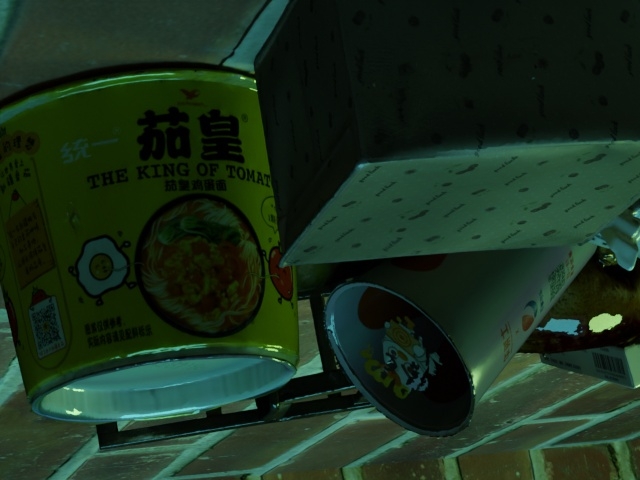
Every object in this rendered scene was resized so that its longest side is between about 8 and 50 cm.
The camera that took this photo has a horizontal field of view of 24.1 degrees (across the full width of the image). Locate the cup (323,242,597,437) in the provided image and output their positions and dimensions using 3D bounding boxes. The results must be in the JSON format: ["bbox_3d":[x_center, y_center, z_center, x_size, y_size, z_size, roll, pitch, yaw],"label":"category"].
[{"bbox_3d":[0.167,0.050,1.615,0.288,0.203,0.203,-40,180,-33],"label":"cup"}]

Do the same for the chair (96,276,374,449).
[{"bbox_3d":[-0.082,0.125,1.855,0.416,0.203,0.240,-9,167,-9],"label":"chair"}]

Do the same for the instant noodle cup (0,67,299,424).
[{"bbox_3d":[-0.159,0.019,1.385,0.326,0.254,0.325,-9,163,-3],"label":"instant noodle cup"}]

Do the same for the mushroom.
[{"bbox_3d":[0.313,0.070,1.929,0.297,0.163,0.278,-3,163,-35],"label":"mushroom"}]

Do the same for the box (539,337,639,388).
[{"bbox_3d":[0.463,0.132,2.132,0.214,0.069,0.353,-17,-174,-11],"label":"box"}]

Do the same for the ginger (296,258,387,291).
[{"bbox_3d":[0.000,0.000,1.613,0.263,0.109,0.116,-7,130,-40],"label":"ginger"}]

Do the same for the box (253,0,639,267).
[{"bbox_3d":[0.117,-0.110,1.238,0.297,0.190,0.225,-5,161,-20],"label":"box"}]

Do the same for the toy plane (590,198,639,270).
[{"bbox_3d":[0.332,-0.027,1.567,0.252,0.252,0.118,10,125,-46],"label":"toy plane"}]
